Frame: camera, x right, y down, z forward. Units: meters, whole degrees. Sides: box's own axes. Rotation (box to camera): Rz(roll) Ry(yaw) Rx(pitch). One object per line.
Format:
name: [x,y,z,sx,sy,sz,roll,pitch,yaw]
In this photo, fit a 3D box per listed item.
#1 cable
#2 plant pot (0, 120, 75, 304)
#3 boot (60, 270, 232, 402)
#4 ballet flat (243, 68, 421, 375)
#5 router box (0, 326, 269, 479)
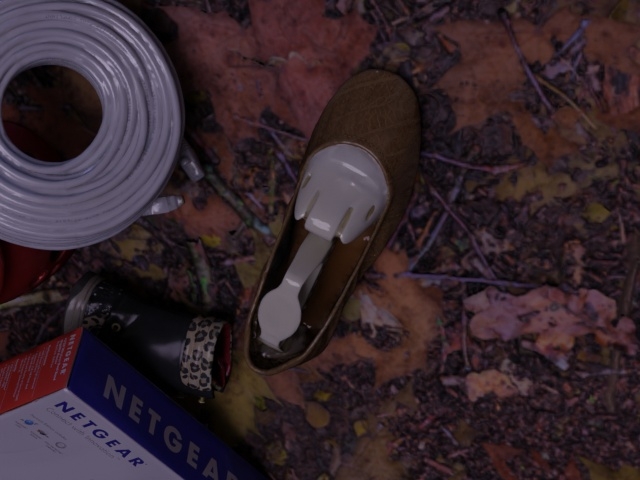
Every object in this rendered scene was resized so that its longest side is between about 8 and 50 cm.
cable: [-0.259,-0.118,1.281,0.257,0.089,0.257,-22,95,-13]
plant pot: [-0.373,-0.015,1.398,0.191,0.174,0.191,8,113,18]
boot: [-0.195,0.160,1.459,0.178,0.085,0.236,14,119,12]
ballet flat: [0.000,0.000,1.284,0.116,0.124,0.342,30,120,6]
router box: [-0.266,0.262,1.455,0.301,0.082,0.335,-24,129,29]
